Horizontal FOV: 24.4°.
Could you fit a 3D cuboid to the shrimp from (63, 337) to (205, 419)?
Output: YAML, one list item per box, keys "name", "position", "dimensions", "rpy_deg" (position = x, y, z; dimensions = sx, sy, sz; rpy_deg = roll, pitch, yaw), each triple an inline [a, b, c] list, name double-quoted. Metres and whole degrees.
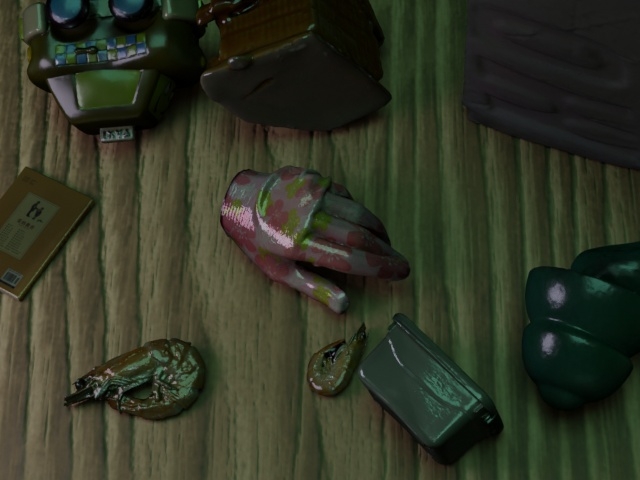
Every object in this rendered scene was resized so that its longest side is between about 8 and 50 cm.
- name: "shrimp"
  position: [-0.228, 0.180, 1.825]
  dimensions: [0.180, 0.041, 0.099]
  rpy_deg: [-15, 74, -4]

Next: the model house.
- name: "model house"
  position: [-0.037, -0.279, 1.988]
  dimensions: [0.199, 0.219, 0.229]
  rpy_deg: [-20, 49, 22]

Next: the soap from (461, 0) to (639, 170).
- name: "soap"
  position: [0.347, -0.286, 1.801]
  dimensions: [0.350, 0.435, 0.213]
  rpy_deg: [23, 70, 14]

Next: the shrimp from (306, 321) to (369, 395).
- name: "shrimp"
  position: [0.019, 0.143, 1.823]
  dimensions: [0.059, 0.023, 0.108]
  rpy_deg: [15, 62, 24]

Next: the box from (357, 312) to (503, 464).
- name: "box"
  position: [0.123, 0.182, 1.738]
  dimensions: [0.093, 0.124, 0.172]
  rpy_deg: [-43, 63, -6]

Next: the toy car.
- name: "toy car"
  position: [-0.272, -0.231, 1.999]
  dimensions: [0.247, 0.204, 0.198]
  rpy_deg: [-7, 83, 4]

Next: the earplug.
- name: "earplug"
  position: [0.365, 0.090, 1.744]
  dimensions: [0.257, 0.164, 0.280]
  rpy_deg: [29, 81, 8]

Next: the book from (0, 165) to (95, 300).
- name: "book"
  position: [-0.394, -0.011, 1.961]
  dimensions: [0.118, 0.012, 0.172]
  rpy_deg: [26, 66, 19]

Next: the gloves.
- name: "gloves"
  position: [-0.002, -0.008, 1.859]
  dimensions: [0.241, 0.126, 0.145]
  rpy_deg: [17, 58, 24]
